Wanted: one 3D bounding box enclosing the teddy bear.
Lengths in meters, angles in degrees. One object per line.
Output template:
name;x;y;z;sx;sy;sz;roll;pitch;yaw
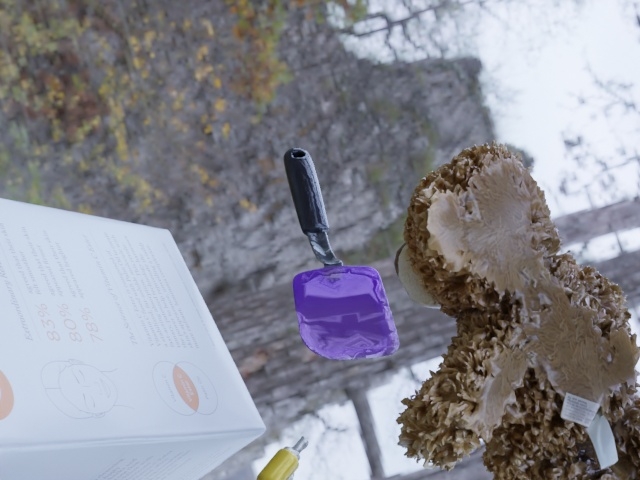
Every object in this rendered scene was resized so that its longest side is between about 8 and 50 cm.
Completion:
teddy bear;0.153;0.097;0.804;0.338;0.245;0.113;46;-29;-17

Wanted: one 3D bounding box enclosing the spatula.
spatula;0.000;0.000;1.034;0.296;0.084;0.030;-108;-163;-51

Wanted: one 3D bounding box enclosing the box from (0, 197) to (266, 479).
box;-0.237;0.101;0.838;0.345;0.168;0.215;13;44;-58

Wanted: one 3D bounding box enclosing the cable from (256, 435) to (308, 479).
cable;-0.101;0.352;1.305;0.072;0.287;0.139;27;-54;30
